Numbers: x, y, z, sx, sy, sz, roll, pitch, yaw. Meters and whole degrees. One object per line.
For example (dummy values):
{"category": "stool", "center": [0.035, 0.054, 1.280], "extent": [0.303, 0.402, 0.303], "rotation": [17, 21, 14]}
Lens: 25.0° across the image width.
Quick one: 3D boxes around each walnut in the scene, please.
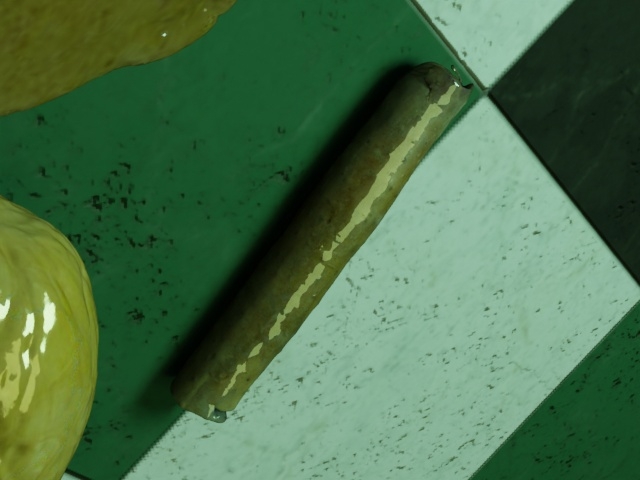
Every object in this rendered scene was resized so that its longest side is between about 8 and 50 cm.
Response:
{"category": "walnut", "center": [-0.186, 0.064, 0.680], "extent": [0.159, 0.159, 0.207], "rotation": [-5, 132, -40]}

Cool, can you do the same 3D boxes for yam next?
{"category": "yam", "center": [0.000, 0.000, 0.876], "extent": [0.264, 0.046, 0.046], "rotation": [-53, 142, 10]}

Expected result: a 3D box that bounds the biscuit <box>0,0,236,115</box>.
{"category": "biscuit", "center": [-0.113, -0.221, 0.561], "extent": [0.381, 0.074, 0.359], "rotation": [-50, 144, 11]}
